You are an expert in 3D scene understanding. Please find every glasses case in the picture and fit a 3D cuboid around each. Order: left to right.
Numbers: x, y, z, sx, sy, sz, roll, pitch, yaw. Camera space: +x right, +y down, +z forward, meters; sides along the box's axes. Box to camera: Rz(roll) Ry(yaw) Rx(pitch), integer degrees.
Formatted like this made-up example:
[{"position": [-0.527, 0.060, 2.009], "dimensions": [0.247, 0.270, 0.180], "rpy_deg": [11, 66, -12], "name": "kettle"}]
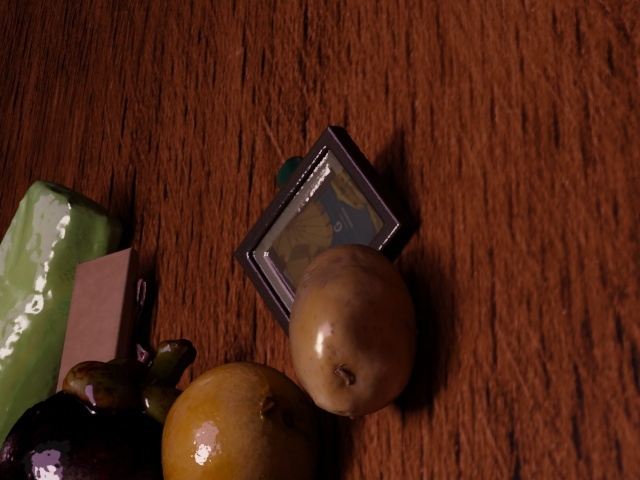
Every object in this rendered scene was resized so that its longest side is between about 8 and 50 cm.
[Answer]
[{"position": [-0.225, 0.103, 1.983], "dimensions": [0.102, 0.070, 0.193], "rpy_deg": [-16, 50, 25], "name": "glasses case"}]

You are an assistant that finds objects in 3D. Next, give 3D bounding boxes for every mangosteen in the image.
[{"position": [-0.190, 0.202, 1.684], "dimensions": [0.250, 0.211, 0.211], "rpy_deg": [-60, 26, -6], "name": "mangosteen"}]

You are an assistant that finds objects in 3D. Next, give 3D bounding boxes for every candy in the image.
[{"position": [-0.353, 0.102, 2.135], "dimensions": [0.344, 0.132, 0.142], "rpy_deg": [-66, 16, 6], "name": "candy"}]

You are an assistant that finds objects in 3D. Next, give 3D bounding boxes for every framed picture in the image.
[{"position": [0.000, 0.000, 1.602], "dimensions": [0.168, 0.023, 0.128], "rpy_deg": [-52, 57, 29], "name": "framed picture"}]

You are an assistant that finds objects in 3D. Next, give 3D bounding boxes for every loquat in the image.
[{"position": [-0.069, 0.180, 1.536], "dimensions": [0.163, 0.137, 0.163], "rpy_deg": [-10, 78, 56], "name": "loquat"}]

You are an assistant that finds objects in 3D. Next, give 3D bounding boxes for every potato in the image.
[{"position": [0.027, 0.071, 1.469], "dimensions": [0.109, 0.118, 0.178], "rpy_deg": [-23, 25, 9], "name": "potato"}]

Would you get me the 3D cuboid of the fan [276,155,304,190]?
[{"position": [-0.015, -0.032, 1.697], "dimensions": [0.082, 0.039, 0.155], "rpy_deg": [-58, 28, 21], "name": "fan"}]
